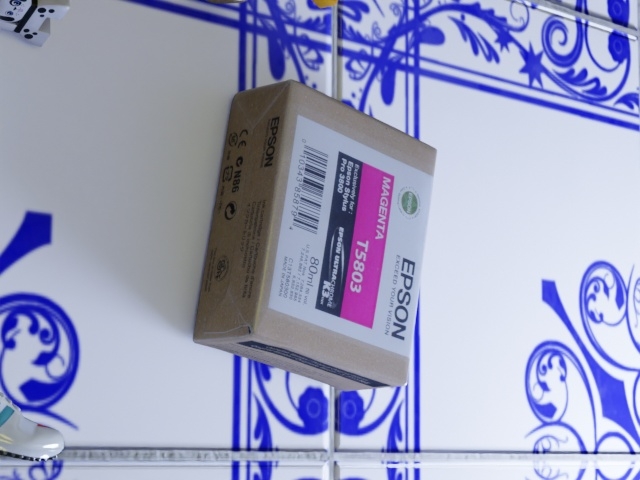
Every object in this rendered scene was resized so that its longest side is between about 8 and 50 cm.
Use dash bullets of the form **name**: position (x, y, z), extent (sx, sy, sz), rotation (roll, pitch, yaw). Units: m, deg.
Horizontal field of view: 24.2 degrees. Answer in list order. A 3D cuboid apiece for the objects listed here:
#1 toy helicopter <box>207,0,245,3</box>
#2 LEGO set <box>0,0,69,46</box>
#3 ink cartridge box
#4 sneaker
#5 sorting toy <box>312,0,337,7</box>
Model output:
- **toy helicopter**: position (-0.143, -0.334, 1.221), extent (0.355, 0.140, 0.235), rotation (61, 43, -35)
- **LEGO set**: position (-0.206, -0.249, 1.110), extent (0.093, 0.227, 0.087), rotation (13, 56, -30)
- **ink cartridge box**: position (0.000, 0.000, 1.334), extent (0.193, 0.088, 0.234), rotation (20, 70, -39)
- **sneaker**: position (-0.253, 0.116, 1.102), extent (0.161, 0.057, 0.075), rotation (20, 76, -37)
- **sorting toy**: position (0.001, -0.373, 1.319), extent (0.229, 0.041, 0.307), rotation (41, 59, -41)
